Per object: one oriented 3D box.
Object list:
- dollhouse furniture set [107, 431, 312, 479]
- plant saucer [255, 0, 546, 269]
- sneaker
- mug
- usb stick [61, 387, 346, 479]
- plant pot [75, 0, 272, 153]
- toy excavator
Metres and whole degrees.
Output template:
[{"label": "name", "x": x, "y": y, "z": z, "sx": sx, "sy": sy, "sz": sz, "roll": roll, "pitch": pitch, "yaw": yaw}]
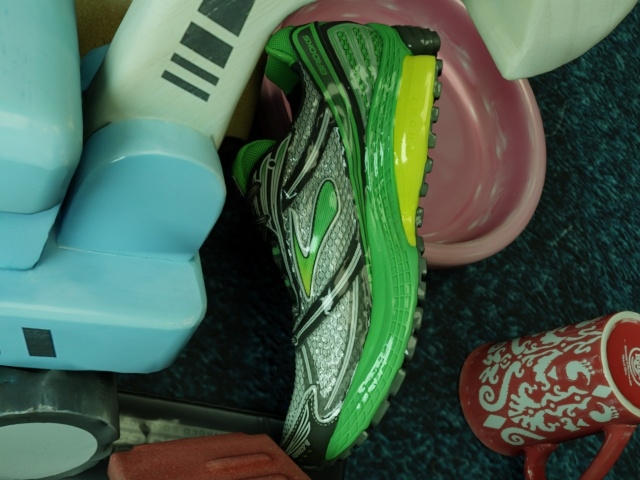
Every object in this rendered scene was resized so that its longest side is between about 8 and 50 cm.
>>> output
[{"label": "dollhouse furniture set", "x": -0.169, "y": 0.240, "z": 0.392, "sx": 0.374, "sy": 0.152, "sz": 0.201, "roll": 0, "pitch": 109, "yaw": -31}, {"label": "plant saucer", "x": 0.074, "y": -0.124, "z": 0.782, "sx": 0.332, "sy": 0.084, "sz": 0.332, "roll": 11, "pitch": 66, "yaw": -27}, {"label": "sneaker", "x": 0.000, "y": 0.000, "z": 0.604, "sx": 0.146, "sy": 0.134, "sz": 0.343, "roll": 6, "pitch": 81, "yaw": -6}, {"label": "mug", "x": 0.231, "y": 0.144, "z": 0.712, "sx": 0.113, "sy": 0.169, "sz": 0.150, "roll": -25, "pitch": 84, "yaw": -36}, {"label": "usb stick", "x": -0.104, "y": 0.156, "z": 0.586, "sx": 0.278, "sy": 0.045, "sz": 0.077, "roll": 16, "pitch": 69, "yaw": -25}, {"label": "plant pot", "x": -0.131, "y": -0.197, "z": 0.624, "sx": 0.237, "sy": 0.237, "sz": 0.254, "roll": -4, "pitch": 87, "yaw": -32}, {"label": "toy excavator", "x": -0.109, "y": -0.066, "z": 0.402, "sx": 0.433, "sy": 0.445, "sz": 0.222, "roll": 9, "pitch": 48, "yaw": -29}]
